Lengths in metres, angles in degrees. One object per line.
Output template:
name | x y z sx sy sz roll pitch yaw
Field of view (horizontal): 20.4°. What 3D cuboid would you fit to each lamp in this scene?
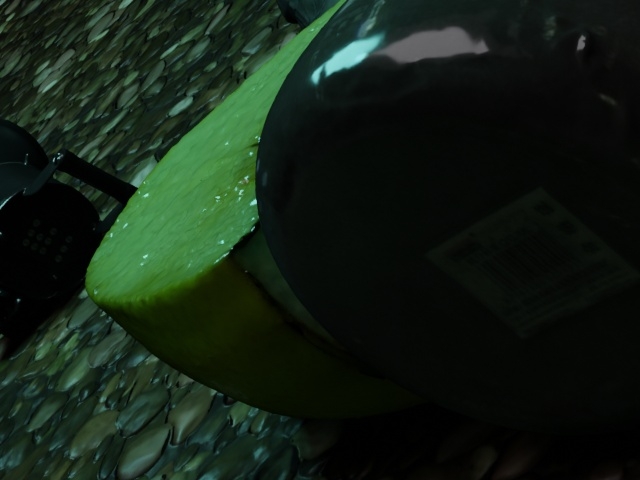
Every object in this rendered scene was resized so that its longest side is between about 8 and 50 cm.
lamp | -0.261 -0.009 1.487 0.172 0.147 0.227 -60 31 -1

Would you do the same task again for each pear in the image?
pear | 0.000 0.000 0.971 0.292 0.159 0.292 -37 20 16

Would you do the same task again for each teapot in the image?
teapot | 0.123 -0.106 0.772 0.305 0.223 0.285 100 -167 -49

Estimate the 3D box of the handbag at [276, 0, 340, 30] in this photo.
handbag | 0.062 -0.208 1.336 0.191 0.075 0.332 -46 25 6
